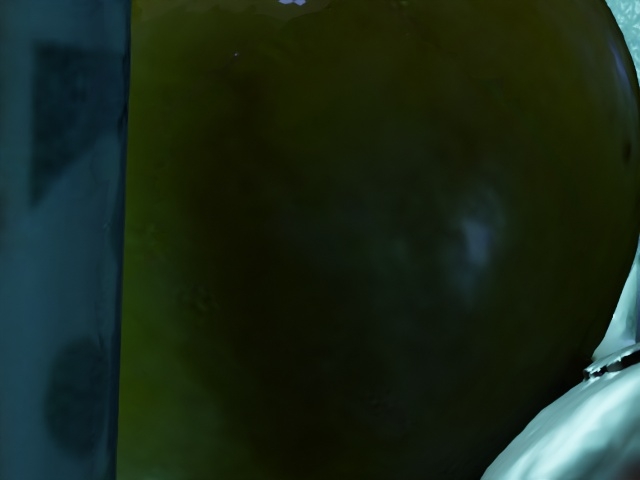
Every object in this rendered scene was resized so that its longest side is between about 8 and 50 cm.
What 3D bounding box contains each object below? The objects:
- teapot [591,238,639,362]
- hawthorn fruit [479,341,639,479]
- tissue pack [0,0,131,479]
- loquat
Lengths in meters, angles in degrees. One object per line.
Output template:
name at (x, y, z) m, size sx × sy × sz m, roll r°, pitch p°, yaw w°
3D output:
teapot at (0.181, 0.065, 1.028) m, size 0.204 × 0.139 × 0.298 m, roll 5°, pitch 4°, yaw 5°
hawthorn fruit at (0.095, 0.099, 0.390) m, size 0.173 × 0.172 × 0.173 m, roll 2°, pitch 4°, yaw 0°
tissue pack at (-0.116, 0.006, 0.465) m, size 0.128 × 0.310 × 0.228 m, roll 1°, pitch 5°, yaw -12°
loquat at (0.000, 0.000, 0.848) m, size 0.359 × 0.328 × 0.328 m, roll 46°, pitch 3°, yaw -3°
